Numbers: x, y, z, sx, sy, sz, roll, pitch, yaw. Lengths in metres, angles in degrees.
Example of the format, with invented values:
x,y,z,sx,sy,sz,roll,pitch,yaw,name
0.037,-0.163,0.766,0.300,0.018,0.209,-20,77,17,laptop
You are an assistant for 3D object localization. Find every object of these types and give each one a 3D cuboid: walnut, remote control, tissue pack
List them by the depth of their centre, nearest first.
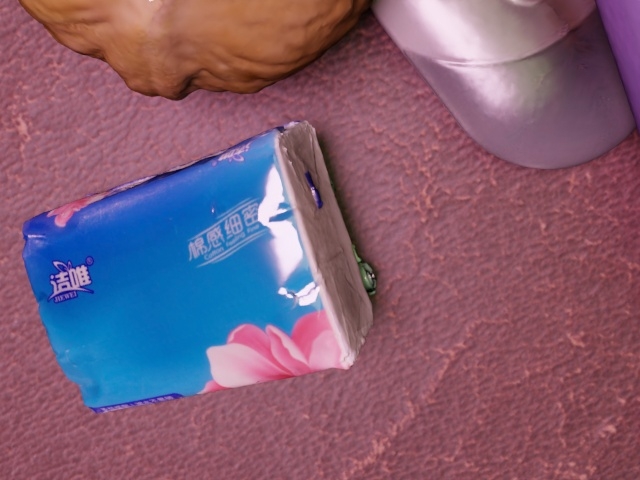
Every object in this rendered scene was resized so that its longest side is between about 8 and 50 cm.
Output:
x,y,z,sx,sy,sz,roll,pitch,yaw,name
-0.092,-0.257,0.477,0.332,0.333,0.333,0,96,1,walnut
-0.112,0.029,0.570,0.269,0.137,0.209,-15,95,21,tissue pack
0.179,-0.221,0.588,0.221,0.103,0.332,-39,95,-1,remote control

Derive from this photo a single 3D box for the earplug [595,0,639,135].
x,y,z,sx,sy,sz,roll,pitch,yaw,name
0.342,-0.120,0.486,0.215,0.215,0.456,-32,110,4,earplug

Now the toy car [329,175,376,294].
x,y,z,sx,sy,sz,roll,pitch,yaw,name
0.000,0.000,0.637,0.073,0.054,0.143,-24,93,5,toy car
